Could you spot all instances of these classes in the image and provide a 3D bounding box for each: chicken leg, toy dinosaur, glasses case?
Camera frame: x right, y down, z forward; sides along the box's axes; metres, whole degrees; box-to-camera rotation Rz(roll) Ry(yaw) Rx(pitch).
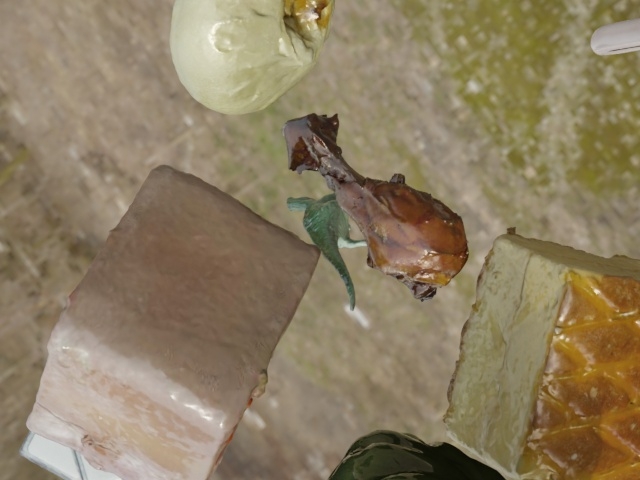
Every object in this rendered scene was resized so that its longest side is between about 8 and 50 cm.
[{"bbox_3d":[0.051,-0.051,1.705,0.304,0.113,0.093,43,-174,29],"label":"chicken leg"},{"bbox_3d":[0.048,-0.012,2.152,0.383,0.129,0.076,-129,23,-67],"label":"toy dinosaur"},{"bbox_3d":[0.317,-0.210,1.494,0.083,0.032,0.021,-7,145,36],"label":"glasses case"}]

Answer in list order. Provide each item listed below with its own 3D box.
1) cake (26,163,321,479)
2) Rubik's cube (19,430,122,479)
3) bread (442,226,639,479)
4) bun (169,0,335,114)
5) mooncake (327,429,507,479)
[{"bbox_3d":[-0.162,0.102,1.632,0.230,0.309,0.237,27,141,-3],"label":"cake"},{"bbox_3d":[-0.236,0.227,1.887,0.207,0.205,0.205,29,180,6],"label":"Rubik's cube"},{"bbox_3d":[0.327,0.158,1.786,0.279,0.279,0.207,13,-172,-30],"label":"bread"},{"bbox_3d":[-0.051,-0.227,1.433,0.127,0.222,0.222,22,155,20],"label":"bun"},{"bbox_3d":[0.146,0.347,1.495,0.356,0.194,0.356,27,-173,-3],"label":"mooncake"}]
